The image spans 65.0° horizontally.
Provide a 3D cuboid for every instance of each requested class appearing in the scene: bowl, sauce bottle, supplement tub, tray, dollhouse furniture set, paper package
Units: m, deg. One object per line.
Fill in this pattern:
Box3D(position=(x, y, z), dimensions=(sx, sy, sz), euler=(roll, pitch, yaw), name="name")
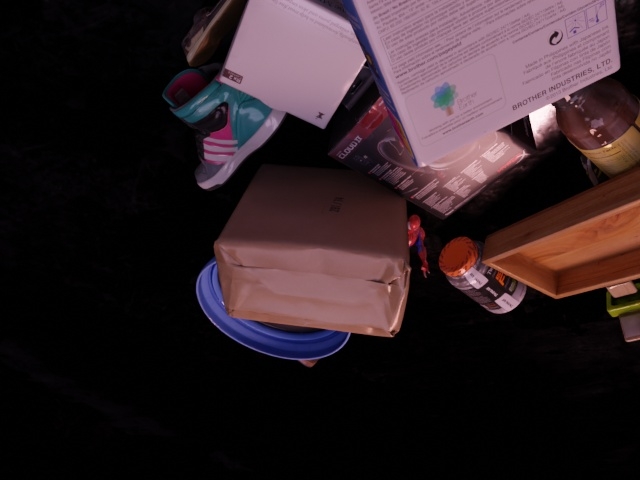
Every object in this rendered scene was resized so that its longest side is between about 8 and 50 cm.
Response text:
Box3D(position=(-0.107, 0.148, 1.233), dimensions=(0.392, 0.077, 0.390), euler=(9, 135, 9), name="bowl")
Box3D(position=(0.456, -0.182, 0.794), dimensions=(0.345, 0.111, 0.111), euler=(32, 136, -24), name="sauce bottle")
Box3D(position=(0.362, 0.076, 1.129), dimensions=(0.191, 0.116, 0.117), euler=(33, 136, -28), name="supplement tub")
Box3D(position=(0.511, -0.004, 0.906), dimensions=(0.203, 0.076, 0.411), euler=(25, 154, -14), name="tray")
Box3D(position=(0.666, 0.090, 1.056), dimensions=(0.198, 0.151, 0.302), euler=(-25, 130, 36), name="dollhouse furniture set")
Box3D(position=(0.000, 0.000, 0.919), dimensions=(0.310, 0.324, 0.168), euler=(6, 121, 5), name="paper package")

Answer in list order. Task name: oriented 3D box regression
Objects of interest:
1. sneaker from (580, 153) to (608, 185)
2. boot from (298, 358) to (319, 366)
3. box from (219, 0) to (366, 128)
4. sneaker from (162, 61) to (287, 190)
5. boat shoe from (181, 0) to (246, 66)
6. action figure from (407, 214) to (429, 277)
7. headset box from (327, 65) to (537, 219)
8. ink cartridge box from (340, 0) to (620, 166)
Box3D(position=(0.499, -0.136, 0.911), dimensions=(0.035, 0.031, 0.083), euler=(-28, 134, 20), name="sneaker")
Box3D(position=(-0.074, 0.300, 1.556), dimensions=(0.219, 0.082, 0.106), euler=(35, 113, -22), name="boot")
Box3D(position=(-0.029, -0.295, 0.744), dimensions=(0.181, 0.118, 0.182), euler=(22, 140, -16), name="box")
Box3D(position=(-0.200, -0.206, 0.889), dimensions=(0.179, 0.123, 0.296), euler=(34, 141, -21), name="sneaker")
Box3D(position=(-0.172, -0.334, 0.776), dimensions=(0.152, 0.056, 0.049), euler=(-36, 91, 36), name="boat shoe")
Box3D(position=(0.170, 0.060, 1.141), dimensions=(0.092, 0.138, 0.280), euler=(12, 139, -5), name="action figure")
Box3D(position=(0.169, -0.187, 0.843), dimensions=(0.294, 0.110, 0.218), euler=(26, 139, -20), name="headset box")
Box3D(position=(0.148, -0.321, 0.552), dimensions=(0.270, 0.151, 0.395), euler=(-26, 127, 7), name="ink cartridge box")
